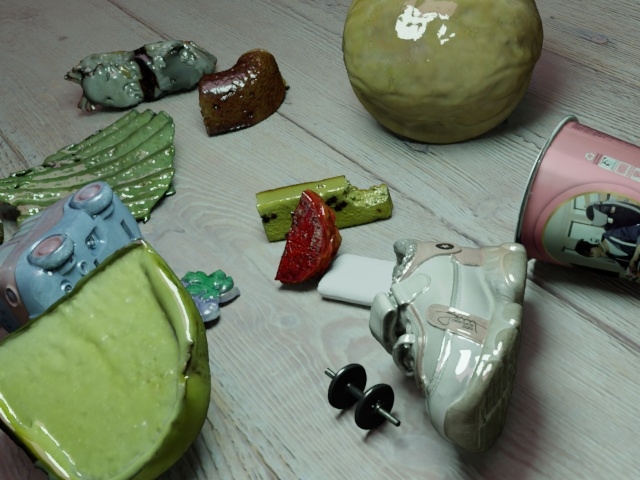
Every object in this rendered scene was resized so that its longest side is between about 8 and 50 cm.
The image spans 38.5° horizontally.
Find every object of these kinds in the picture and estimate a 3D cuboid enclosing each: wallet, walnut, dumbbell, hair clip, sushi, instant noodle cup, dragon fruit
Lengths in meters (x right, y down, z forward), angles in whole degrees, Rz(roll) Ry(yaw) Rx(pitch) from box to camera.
[{"bbox_3d":[0.094,0.067,1.420,0.190,0.033,0.095,7,44,27],"label":"wallet"},{"bbox_3d":[0.220,-0.354,1.675,0.381,0.381,0.381,-9,38,7],"label":"walnut"},{"bbox_3d":[0.054,0.208,1.224,0.069,0.069,0.147,-35,41,-24],"label":"dumbbell"},{"bbox_3d":[-0.213,0.107,1.472,0.124,0.052,0.195,27,45,29],"label":"hair clip"},{"bbox_3d":[-0.400,-0.379,2.070,0.332,0.124,0.130,-12,30,0],"label":"sushi"},{"bbox_3d":[0.437,-0.036,1.303,0.255,0.244,0.244,21,50,26],"label":"instant noodle cup"},{"bbox_3d":[0.000,0.000,1.473,0.083,0.162,0.106,21,16,25],"label":"dragon fruit"}]

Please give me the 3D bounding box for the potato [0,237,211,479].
[{"bbox_3d":[-0.265,0.208,1.257,0.330,0.213,0.280,-38,65,4],"label":"potato"}]

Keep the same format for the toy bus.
[{"bbox_3d":[-0.426,0.050,1.500,0.232,0.197,0.294,-7,38,26],"label":"toy bus"}]

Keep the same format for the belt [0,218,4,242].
[{"bbox_3d":[-0.630,-0.026,1.756,0.036,0.059,0.083,-20,37,-6],"label":"belt"}]

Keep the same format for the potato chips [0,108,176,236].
[{"bbox_3d":[-0.458,-0.131,1.804,0.389,0.097,0.373,-34,43,-21],"label":"potato chips"}]

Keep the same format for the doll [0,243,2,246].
[{"bbox_3d":[-0.622,0.096,1.544,0.144,0.135,0.234,17,44,32],"label":"doll"}]

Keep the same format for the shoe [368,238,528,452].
[{"bbox_3d":[0.161,0.127,1.203,0.198,0.171,0.351,8,30,12],"label":"shoe"}]

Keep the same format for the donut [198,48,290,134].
[{"bbox_3d":[-0.160,-0.312,1.916,0.187,0.126,0.144,-13,45,2],"label":"donut"}]

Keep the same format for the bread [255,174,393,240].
[{"bbox_3d":[0.008,-0.060,1.565,0.226,0.088,0.049,-12,36,6],"label":"bread"}]
